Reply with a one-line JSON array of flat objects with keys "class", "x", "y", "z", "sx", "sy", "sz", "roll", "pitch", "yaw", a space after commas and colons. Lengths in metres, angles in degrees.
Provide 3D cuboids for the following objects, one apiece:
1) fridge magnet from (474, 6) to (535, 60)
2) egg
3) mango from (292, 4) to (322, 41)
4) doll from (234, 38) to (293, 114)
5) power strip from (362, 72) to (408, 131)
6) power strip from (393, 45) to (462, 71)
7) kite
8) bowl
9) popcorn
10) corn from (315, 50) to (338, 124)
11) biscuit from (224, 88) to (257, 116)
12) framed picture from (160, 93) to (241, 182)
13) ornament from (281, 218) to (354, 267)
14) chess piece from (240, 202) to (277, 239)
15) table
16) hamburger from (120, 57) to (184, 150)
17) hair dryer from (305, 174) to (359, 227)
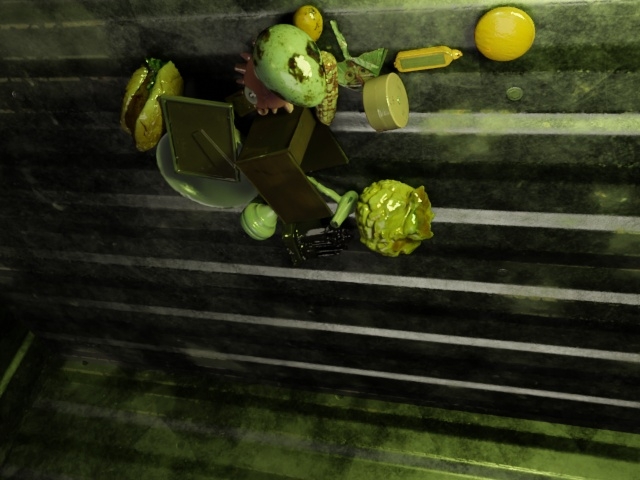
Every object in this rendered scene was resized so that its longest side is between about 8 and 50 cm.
[{"class": "fridge magnet", "x": 0.444, "y": -0.500, "z": 1.534, "sx": 0.143, "sy": 0.063, "sz": 0.143, "roll": 11, "pitch": 141, "yaw": 9}, {"class": "egg", "x": -0.074, "y": -0.441, "z": 1.617, "sx": 0.231, "sy": 0.169, "sz": 0.169, "roll": 54, "pitch": 136, "yaw": -1}, {"class": "mango", "x": -0.034, "y": -0.555, "z": 1.643, "sx": 0.079, "sy": 0.057, "sz": 0.114, "roll": 7, "pitch": 146, "yaw": 0}, {"class": "doll", "x": -0.132, "y": -0.460, "z": 1.766, "sx": 0.211, "sy": 0.093, "sz": 0.262, "roll": 28, "pitch": 131, "yaw": -8}, {"class": "power strip", "x": 0.179, "y": -0.375, "z": 1.721, "sx": 0.078, "sy": 0.154, "sz": 0.154, "roll": -6, "pitch": 138, "yaw": 30}, {"class": "power strip", "x": 0.280, "y": -0.475, "z": 1.653, "sx": 0.178, "sy": 0.028, "sz": 0.049, "roll": -1, "pitch": 140, "yaw": 22}, {"class": "kite", "x": 0.077, "y": -0.490, "z": 1.726, "sx": 0.229, "sy": 0.012, "sz": 0.250, "roll": -8, "pitch": 136, "yaw": 27}, {"class": "bowl", "x": -0.334, "y": -0.275, "z": 2.022, "sx": 0.345, "sy": 0.157, "sz": 0.345, "roll": 8, "pitch": 140, "yaw": 7}, {"class": "popcorn", "x": 0.233, "y": -0.073, "z": 2.035, "sx": 0.257, "sy": 0.224, "sz": 0.270, "roll": 6, "pitch": 136, "yaw": -14}, {"class": "corn", "x": 0.012, "y": -0.419, "z": 1.770, "sx": 0.079, "sy": 0.079, "sz": 0.237, "roll": 9, "pitch": 143, "yaw": 9}, {"class": "biscuit", "x": -0.238, "y": -0.417, "z": 1.927, "sx": 0.083, "sy": 0.018, "sz": 0.081, "roll": -15, "pitch": 134, "yaw": 35}, {"class": "framed picture", "x": -0.349, "y": -0.294, "z": 1.873, "sx": 0.213, "sy": 0.016, "sz": 0.289, "roll": 9, "pitch": 138, "yaw": 7}, {"class": "ornament", "x": 0.000, "y": 0.000, "z": 2.320, "sx": 0.260, "sy": 0.106, "sz": 0.251, "roll": -3, "pitch": 147, "yaw": 10}, {"class": "chess piece", "x": -0.148, "y": -0.120, "z": 2.208, "sx": 0.139, "sy": 0.139, "sz": 0.271, "roll": 37, "pitch": 126, "yaw": -26}, {"class": "table", "x": -0.071, "y": -0.237, "z": 1.905, "sx": 0.196, "sy": 0.251, "sz": 0.282, "roll": -10, "pitch": 135, "yaw": 30}, {"class": "hamburger", "x": -0.512, "y": -0.391, "z": 1.905, "sx": 0.132, "sy": 0.211, "sz": 0.309, "roll": 25, "pitch": 144, "yaw": -4}, {"class": "hair dryer", "x": 0.026, "y": -0.127, "z": 2.077, "sx": 0.199, "sy": 0.167, "sz": 0.067, "roll": 23, "pitch": 137, "yaw": -9}]
